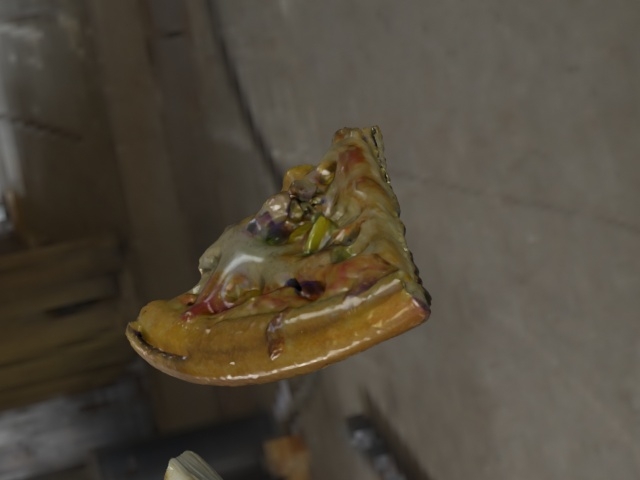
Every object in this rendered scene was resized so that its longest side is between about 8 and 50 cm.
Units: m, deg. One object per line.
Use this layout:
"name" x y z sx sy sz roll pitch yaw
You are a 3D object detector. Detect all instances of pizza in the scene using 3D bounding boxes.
"pizza" 0.000 0.000 0.986 0.185 0.176 0.036 2 141 46

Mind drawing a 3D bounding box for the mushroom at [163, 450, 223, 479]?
"mushroom" -0.035 0.218 1.382 0.202 0.054 0.059 40 -169 -14
